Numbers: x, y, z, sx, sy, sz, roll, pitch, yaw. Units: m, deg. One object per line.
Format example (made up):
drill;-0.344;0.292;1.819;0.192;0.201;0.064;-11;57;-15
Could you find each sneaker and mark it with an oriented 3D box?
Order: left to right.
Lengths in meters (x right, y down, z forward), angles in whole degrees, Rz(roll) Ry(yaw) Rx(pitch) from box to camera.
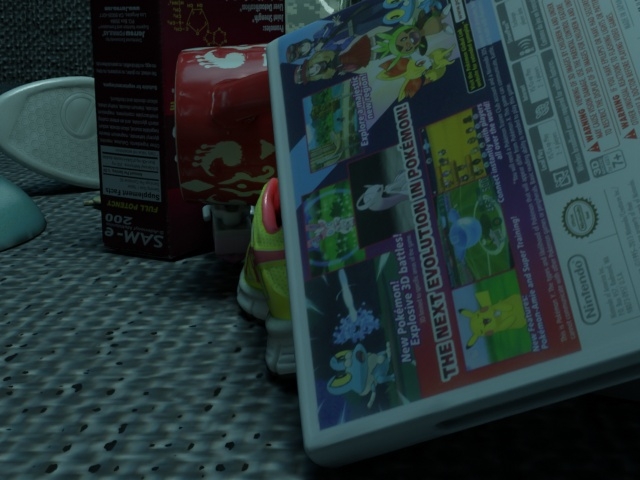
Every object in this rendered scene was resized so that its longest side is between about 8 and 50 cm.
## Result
sneaker;-0.217;-0.110;1.137;0.296;0.104;0.147;-4;9;-40
sneaker;0.000;0.000;0.571;0.082;0.094;0.208;-5;11;-9

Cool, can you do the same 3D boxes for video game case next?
video game case;0.069;-0.032;0.424;0.184;0.201;0.023;-20;-36;19

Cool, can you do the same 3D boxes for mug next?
mug;0.003;-0.080;0.650;0.169;0.150;0.113;-1;53;1

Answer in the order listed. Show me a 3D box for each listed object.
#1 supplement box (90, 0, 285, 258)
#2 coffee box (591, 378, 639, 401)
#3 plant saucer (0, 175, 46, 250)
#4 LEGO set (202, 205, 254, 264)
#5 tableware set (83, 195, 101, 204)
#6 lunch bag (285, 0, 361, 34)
supplement box;-0.089;-0.117;0.790;0.073;0.239;0.130;9;16;37
coffee box;0.207;-0.022;0.533;0.098;0.141;0.247;6;14;34
plant saucer;-0.372;-0.020;0.854;0.318;0.043;0.317;-2;11;0
LEGO set;0.064;-0.027;0.775;0.287;0.107;0.132;2;46;-3
tableware set;-0.113;-0.040;0.965;0.141;0.020;0.169;-7;12;-33
lunch bag;-0.089;-0.238;1.333;0.305;0.255;0.212;-1;11;5
